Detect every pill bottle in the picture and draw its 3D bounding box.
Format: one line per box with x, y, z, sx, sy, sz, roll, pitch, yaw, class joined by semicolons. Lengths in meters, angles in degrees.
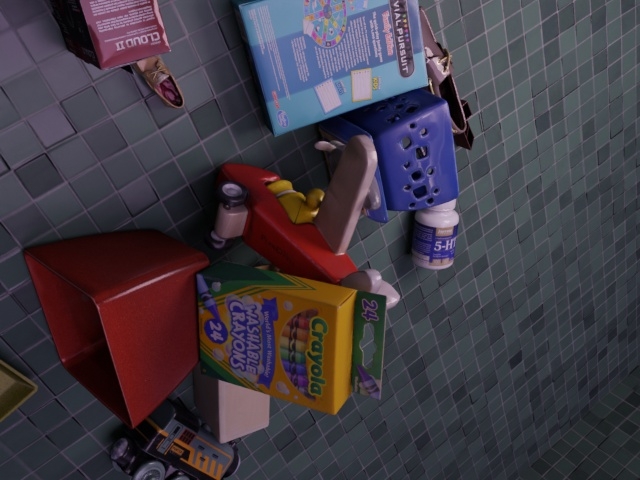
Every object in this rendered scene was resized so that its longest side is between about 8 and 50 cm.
0.294;-0.031;1.556;0.112;0.112;0.186;-14;119;-29;pill bottle

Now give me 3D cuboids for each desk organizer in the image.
0.351;-0.288;1.510;0.047;0.050;0.130;-43;130;-10;desk organizer

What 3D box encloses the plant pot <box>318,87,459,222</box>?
0.135;-0.184;1.298;0.212;0.236;0.235;-25;124;-15;plant pot

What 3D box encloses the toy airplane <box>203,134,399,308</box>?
0.000;0.000;1.168;0.272;0.386;0.384;-38;113;-46;toy airplane

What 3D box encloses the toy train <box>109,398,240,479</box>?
-0.315;0.492;1.375;0.190;0.142;0.334;-53;131;-15;toy train

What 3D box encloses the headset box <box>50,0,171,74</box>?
-0.329;-0.385;0.875;0.110;0.218;0.293;-24;123;-24;headset box

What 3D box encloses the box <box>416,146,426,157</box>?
0.272;-0.230;1.503;0.067;0.018;0.083;-41;129;-12;box

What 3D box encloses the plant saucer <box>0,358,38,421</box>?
-0.645;0.269;1.085;0.188;0.045;0.188;-42;129;-10;plant saucer

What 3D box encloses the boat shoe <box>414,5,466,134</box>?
0.249;-0.369;1.345;0.116;0.097;0.324;-58;140;-37;boat shoe

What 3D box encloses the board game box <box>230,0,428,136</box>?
0.027;-0.377;1.173;0.336;0.079;0.253;-20;124;-10;board game box

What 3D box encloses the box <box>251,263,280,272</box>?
-0.124;0.136;1.320;0.201;0.021;0.164;-9;90;-51;box

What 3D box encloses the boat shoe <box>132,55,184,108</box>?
-0.282;-0.288;1.068;0.050;0.045;0.135;-45;130;-9;boat shoe

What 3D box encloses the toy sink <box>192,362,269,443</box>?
-0.195;0.293;1.345;0.131;0.153;0.234;-12;117;-30;toy sink

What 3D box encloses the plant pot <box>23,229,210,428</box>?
-0.335;0.123;1.108;0.236;0.267;0.267;-28;126;-38;plant pot

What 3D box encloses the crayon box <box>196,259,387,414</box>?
-0.056;0.165;1.042;0.083;0.323;0.203;-35;131;-59;crayon box
